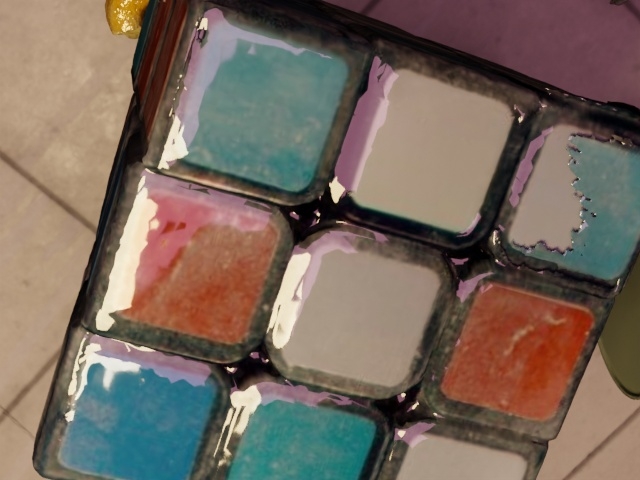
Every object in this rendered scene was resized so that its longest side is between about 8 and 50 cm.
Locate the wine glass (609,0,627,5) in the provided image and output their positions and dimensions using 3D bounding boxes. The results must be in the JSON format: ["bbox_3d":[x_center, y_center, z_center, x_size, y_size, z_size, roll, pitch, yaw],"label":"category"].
[{"bbox_3d":[0.251,-0.324,0.866,0.103,0.103,0.222,-30,106,6],"label":"wine glass"}]

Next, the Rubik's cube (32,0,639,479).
[{"bbox_3d":[0.000,0.000,0.794,0.363,0.362,0.358,13,107,-15],"label":"Rubik's cube"}]

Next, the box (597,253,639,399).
[{"bbox_3d":[0.341,0.025,0.908,0.149,0.226,0.226,-4,107,-2],"label":"box"}]

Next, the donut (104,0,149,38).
[{"bbox_3d":[-0.139,-0.202,0.910,0.108,0.043,0.097,37,102,-17],"label":"donut"}]
